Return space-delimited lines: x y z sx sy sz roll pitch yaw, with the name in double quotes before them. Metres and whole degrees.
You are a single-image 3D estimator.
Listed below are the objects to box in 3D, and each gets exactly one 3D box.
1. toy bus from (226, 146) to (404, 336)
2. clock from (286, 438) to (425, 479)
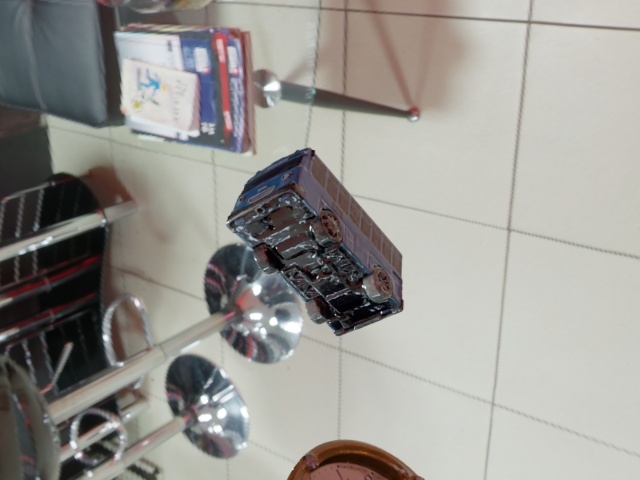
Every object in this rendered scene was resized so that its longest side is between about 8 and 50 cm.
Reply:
"toy bus" 0.000 0.000 0.760 0.090 0.106 0.184 -24 125 28
"clock" 0.047 0.329 0.821 0.237 0.237 0.057 49 126 13
